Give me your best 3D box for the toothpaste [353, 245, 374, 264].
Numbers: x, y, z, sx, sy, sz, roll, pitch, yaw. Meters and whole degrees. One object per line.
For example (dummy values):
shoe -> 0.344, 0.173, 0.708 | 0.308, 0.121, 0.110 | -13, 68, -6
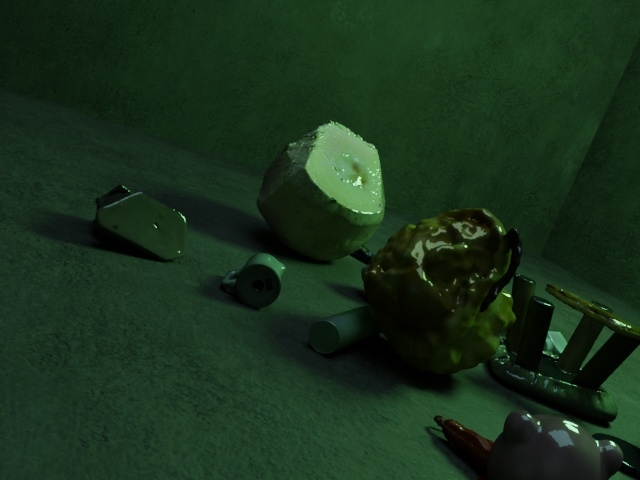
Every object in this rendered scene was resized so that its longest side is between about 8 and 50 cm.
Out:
toothpaste -> 0.166, 0.058, 2.212 | 0.193, 0.045, 0.071 | 36, 19, 34

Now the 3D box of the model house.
model house -> -0.425, -0.046, 1.514 | 0.229, 0.122, 0.188 | 29, -8, -35

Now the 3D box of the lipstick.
lipstick -> 0.076, 0.185, 1.422 | 0.076, 0.076, 0.304 | 26, 13, 23

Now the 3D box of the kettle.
kettle -> -0.146, 0.091, 1.467 | 0.098, 0.127, 0.148 | 52, 5, -10

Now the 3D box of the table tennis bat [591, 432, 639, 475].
table tennis bat -> 0.644, 0.454, 1.308 | 0.150, 0.027, 0.236 | 17, 11, -20

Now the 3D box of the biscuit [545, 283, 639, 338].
biscuit -> 0.620, 0.161, 1.489 | 0.118, 0.029, 0.247 | 18, 11, -37

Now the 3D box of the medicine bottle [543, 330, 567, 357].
medicine bottle -> 0.653, 0.301, 1.865 | 0.118, 0.055, 0.074 | 9, 50, -43

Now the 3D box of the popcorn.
popcorn -> 0.278, 0.100, 1.392 | 0.349, 0.381, 0.349 | 20, 51, -27

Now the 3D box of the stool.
stool -> 0.592, 0.256, 1.615 | 0.310, 0.226, 0.310 | 21, 14, 2

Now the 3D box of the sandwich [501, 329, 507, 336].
sandwich -> 0.500, 0.216, 1.902 | 0.186, 0.108, 0.220 | 11, 17, -41

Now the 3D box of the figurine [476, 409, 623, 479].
figurine -> 0.329, 0.335, 0.954 | 0.173, 0.173, 0.173 | 20, 12, -4

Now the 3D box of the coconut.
coconut -> 0.000, -0.122, 2.016 | 0.404, 0.405, 0.404 | 20, 12, -4

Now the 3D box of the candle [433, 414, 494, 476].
candle -> 0.250, 0.338, 1.102 | 0.048, 0.053, 0.162 | 18, 9, -38

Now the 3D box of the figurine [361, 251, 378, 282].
figurine -> 0.228, 0.102, 1.821 | 0.236, 0.176, 0.133 | 15, 28, -43
